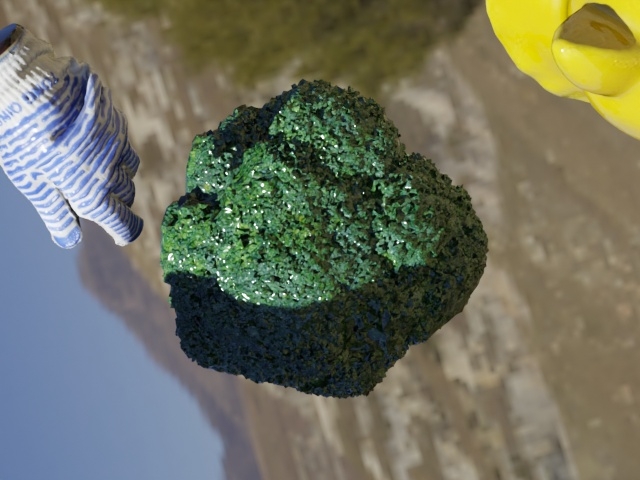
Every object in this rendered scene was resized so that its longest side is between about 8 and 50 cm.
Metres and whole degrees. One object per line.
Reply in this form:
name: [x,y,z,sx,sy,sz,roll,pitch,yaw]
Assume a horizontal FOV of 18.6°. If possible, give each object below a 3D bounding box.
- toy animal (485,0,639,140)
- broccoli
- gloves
toy animal: [0.161,-0.119,0.980,0.230,0.156,0.156,-112,5,-62]
broccoli: [0.000,0.000,1.835,0.275,0.308,0.308,-54,-51,-77]
gloves: [-0.214,-0.079,1.631,0.229,0.119,0.097,53,174,-39]
